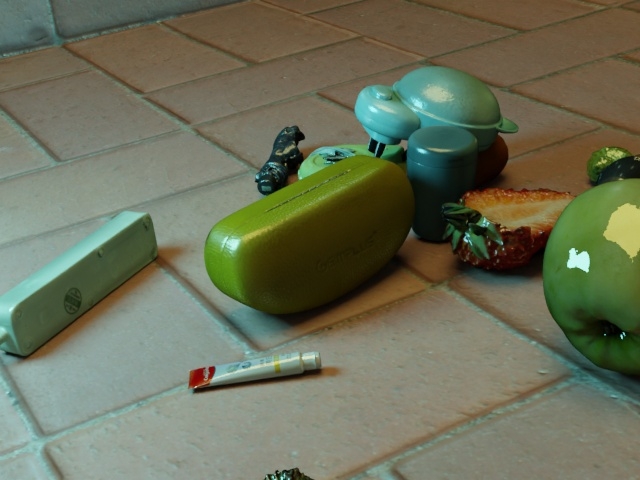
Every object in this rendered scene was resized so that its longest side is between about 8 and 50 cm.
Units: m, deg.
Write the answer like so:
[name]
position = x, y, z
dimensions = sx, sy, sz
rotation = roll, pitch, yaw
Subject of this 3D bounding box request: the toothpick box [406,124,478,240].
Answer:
[toothpick box]
position = 0.207, -0.094, 1.841
dimensions = 0.120, 0.184, 0.120
rotation = -1, 29, 1

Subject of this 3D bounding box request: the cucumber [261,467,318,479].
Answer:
[cucumber]
position = -0.004, 0.368, 1.051
dimensions = 0.096, 0.096, 0.359
rotation = -11, 27, -8

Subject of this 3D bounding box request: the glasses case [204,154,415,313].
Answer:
[glasses case]
position = 0.000, 0.000, 1.703
dimensions = 0.371, 0.173, 0.141
rotation = -28, 32, -32

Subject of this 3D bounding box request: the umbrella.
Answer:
[umbrella]
position = -0.078, -0.156, 2.171
dimensions = 0.071, 0.080, 0.224
rotation = 30, 32, -5

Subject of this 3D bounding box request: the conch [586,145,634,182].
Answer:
[conch]
position = 0.547, -0.136, 1.991
dimensions = 0.121, 0.074, 0.089
rotation = -2, 23, -42

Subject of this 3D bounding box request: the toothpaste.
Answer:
[toothpaste]
position = -0.094, 0.183, 1.520
dimensions = 0.190, 0.031, 0.048
rotation = -9, 29, 2

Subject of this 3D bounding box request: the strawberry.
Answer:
[strawberry]
position = 0.311, -0.014, 1.754
dimensions = 0.286, 0.106, 0.188
rotation = -7, 28, -31

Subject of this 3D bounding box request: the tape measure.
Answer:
[tape measure]
position = 0.047, -0.128, 2.029
dimensions = 0.199, 0.106, 0.175
rotation = 7, 27, 26

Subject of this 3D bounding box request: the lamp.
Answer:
[lamp]
position = 0.202, -0.235, 1.946
dimensions = 0.283, 0.147, 0.209
rotation = -12, 32, -11

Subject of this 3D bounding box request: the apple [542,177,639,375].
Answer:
[apple]
position = 0.423, 0.050, 1.431
dimensions = 0.262, 0.262, 0.262
rotation = -5, 26, 3

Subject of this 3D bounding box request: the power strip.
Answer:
[power strip]
position = -0.402, 0.067, 1.756
dimensions = 0.062, 0.091, 0.385
rotation = 7, 29, 28

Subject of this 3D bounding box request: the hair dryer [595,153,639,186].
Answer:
[hair dryer]
position = 0.651, -0.057, 1.804
dimensions = 0.359, 0.120, 0.303
rotation = 23, 23, 29

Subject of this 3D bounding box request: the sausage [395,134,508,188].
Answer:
[sausage]
position = 0.220, -0.119, 1.983
dimensions = 0.348, 0.097, 0.094
rotation = -25, 24, -32
